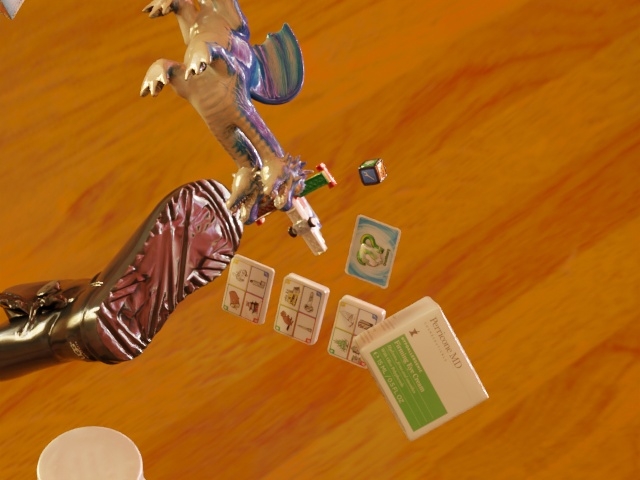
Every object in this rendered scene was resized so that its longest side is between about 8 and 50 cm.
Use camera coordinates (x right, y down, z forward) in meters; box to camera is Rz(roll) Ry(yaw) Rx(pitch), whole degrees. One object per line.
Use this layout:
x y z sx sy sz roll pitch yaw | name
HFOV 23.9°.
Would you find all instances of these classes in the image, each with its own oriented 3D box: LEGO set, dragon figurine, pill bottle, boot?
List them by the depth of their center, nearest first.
-0.072 -0.151 1.275 0.144 0.085 0.289 37 41 -44 | dragon figurine
-0.213 0.038 1.491 0.094 0.207 0.246 57 47 -24 | boot
-0.225 0.295 1.515 0.121 0.221 0.121 2 42 -2 | pill bottle
0.000 0.000 1.619 0.182 0.244 0.060 21 34 14 | LEGO set

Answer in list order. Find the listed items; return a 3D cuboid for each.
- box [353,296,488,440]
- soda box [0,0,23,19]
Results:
0.094 0.120 1.428 0.087 0.102 0.101 -29 94 -1 | box
-0.398 -0.330 1.845 0.058 0.183 0.063 30 82 1 | soda box
